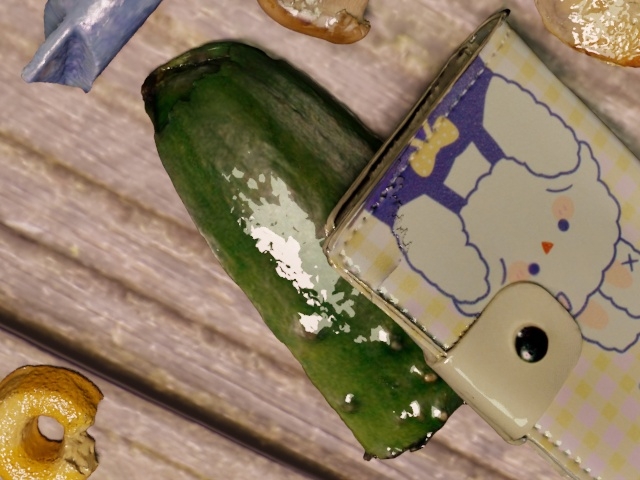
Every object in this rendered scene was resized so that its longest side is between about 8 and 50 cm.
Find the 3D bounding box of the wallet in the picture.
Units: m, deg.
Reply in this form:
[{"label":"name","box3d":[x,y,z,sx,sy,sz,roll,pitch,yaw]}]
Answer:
[{"label":"wallet","box3d":[0.165,0.027,0.764,0.309,0.077,0.223,42,76,-12]}]

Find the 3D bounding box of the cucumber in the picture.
[{"label":"cucumber","box3d":[0.002,-0.001,0.787,0.145,0.105,0.325,-33,103,14]}]

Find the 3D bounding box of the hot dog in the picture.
[{"label":"hot dog","box3d":[0.163,-0.187,0.728,0.078,0.061,0.169,-26,107,12]}]

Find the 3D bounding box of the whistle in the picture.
[{"label":"whistle","box3d":[-0.092,-0.217,0.728,0.062,0.062,0.304,41,107,-12]}]

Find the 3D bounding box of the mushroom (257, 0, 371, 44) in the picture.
[{"label":"mushroom","box3d":[0.040,-0.223,0.720,0.084,0.071,0.209,31,105,-15]}]

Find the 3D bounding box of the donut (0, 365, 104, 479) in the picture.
[{"label":"donut","box3d":[-0.222,0.155,0.883,0.097,0.043,0.108,1,106,1]}]
